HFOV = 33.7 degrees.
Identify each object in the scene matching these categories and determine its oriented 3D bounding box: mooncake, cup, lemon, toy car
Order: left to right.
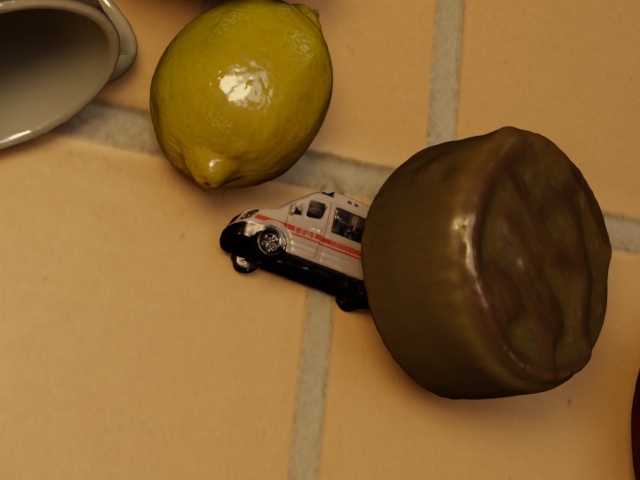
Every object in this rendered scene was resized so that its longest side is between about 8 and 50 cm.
[{"bbox_3d":[-0.314,-0.246,1.024,0.301,0.227,0.257,-1,60,-52],"label":"cup"},{"bbox_3d":[-0.078,-0.158,1.089,0.184,0.184,0.248,34,60,-10],"label":"lemon"},{"bbox_3d":[0.000,0.000,1.129,0.210,0.089,0.108,21,70,-17],"label":"toy car"},{"bbox_3d":[0.185,0.026,1.101,0.284,0.155,0.284,8,78,-45],"label":"mooncake"}]

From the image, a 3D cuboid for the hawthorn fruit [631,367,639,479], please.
[{"bbox_3d":[0.491,0.219,1.149,0.308,0.308,0.324,10,63,-18],"label":"hawthorn fruit"}]
